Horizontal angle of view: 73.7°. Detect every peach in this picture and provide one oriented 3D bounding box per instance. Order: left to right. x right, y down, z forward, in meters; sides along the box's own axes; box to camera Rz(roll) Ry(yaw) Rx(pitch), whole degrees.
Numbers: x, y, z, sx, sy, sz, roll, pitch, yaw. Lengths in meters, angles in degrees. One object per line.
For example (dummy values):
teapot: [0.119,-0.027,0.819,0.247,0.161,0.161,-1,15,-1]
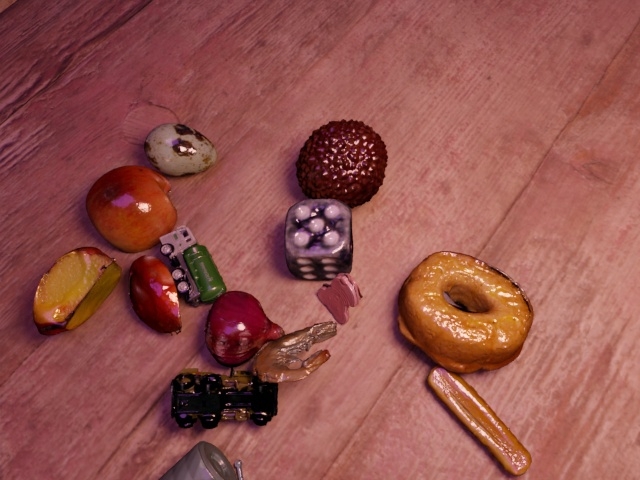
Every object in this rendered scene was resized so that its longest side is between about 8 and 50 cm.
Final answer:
peach: [-0.701,0.142,1.226,0.159,0.154,0.267,29,82,9]
peach: [-0.477,0.160,1.188,0.279,0.068,0.189,41,115,31]

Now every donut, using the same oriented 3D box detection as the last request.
donut: [0.351,0.170,1.064,0.317,0.150,0.299,-2,52,0]

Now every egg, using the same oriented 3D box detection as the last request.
egg: [-0.450,-0.290,1.382,0.231,0.169,0.169,11,67,-2]

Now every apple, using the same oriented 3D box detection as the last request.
apple: [-0.597,-0.124,1.329,0.251,0.163,0.293,-31,67,-5]

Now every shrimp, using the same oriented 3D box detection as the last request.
shrimp: [-0.050,0.281,1.071,0.253,0.058,0.173,-18,23,-21]

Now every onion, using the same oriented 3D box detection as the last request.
onion: [-0.194,0.229,1.131,0.218,0.140,0.195,8,47,-2]

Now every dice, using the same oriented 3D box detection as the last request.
dice: [0.000,0.000,1.181,0.181,0.182,0.183,-1,64,7]

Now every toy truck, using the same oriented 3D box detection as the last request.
toy truck: [-0.371,0.077,1.243,0.125,0.101,0.242,-29,68,-11]
toy truck: [-0.233,0.379,1.063,0.257,0.127,0.127,2,102,-3]

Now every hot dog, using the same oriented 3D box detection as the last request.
hot dog: [0.368,0.418,1.009,0.088,0.061,0.286,-34,64,-8]

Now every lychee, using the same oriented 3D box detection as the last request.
lychee: [0.058,-0.207,1.243,0.264,0.300,0.264,15,33,-10]

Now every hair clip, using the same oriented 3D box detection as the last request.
hair clip: [0.054,0.147,1.136,0.102,0.138,0.123,-38,74,-4]

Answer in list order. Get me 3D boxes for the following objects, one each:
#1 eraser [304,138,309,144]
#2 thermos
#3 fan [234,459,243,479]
eraser: [-0.016,-0.305,1.412,0.038,0.019,0.083,-37,66,-8]
thermos: [-0.328,0.622,0.975,0.286,0.145,0.182,-42,98,-9]
fan: [-0.181,0.626,1.013,0.038,0.016,0.193,-18,65,2]
